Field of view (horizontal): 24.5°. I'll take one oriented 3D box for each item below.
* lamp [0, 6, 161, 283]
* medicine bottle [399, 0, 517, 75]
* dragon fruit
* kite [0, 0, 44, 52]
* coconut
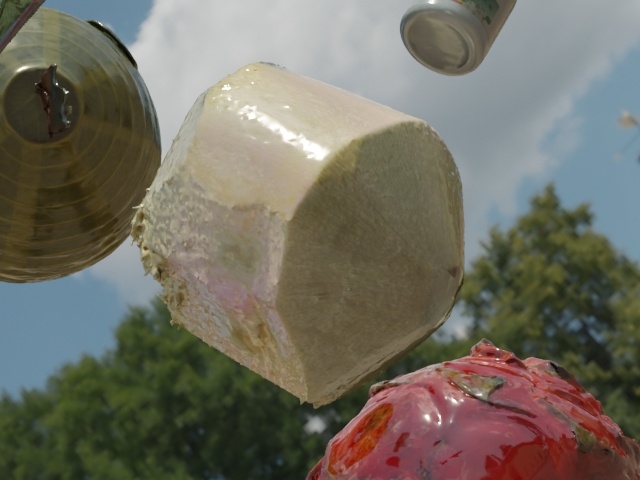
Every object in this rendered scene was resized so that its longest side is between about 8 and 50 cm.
[{"bbox_3d":[-0.254,-0.087,1.269,0.250,0.250,0.284,-31,2,-21],"label":"lamp"},{"bbox_3d":[0.130,-0.214,1.291,0.130,0.080,0.080,-59,-16,-32],"label":"medicine bottle"},{"bbox_3d":[0.108,0.198,1.040,0.252,0.241,0.241,-17,-32,-10],"label":"dragon fruit"},{"bbox_3d":[-0.207,-0.067,0.429,0.323,0.268,0.013,6,-24,-44],"label":"kite"},{"bbox_3d":[0.000,0.000,0.555,0.116,0.122,0.116,-27,-51,-39],"label":"coconut"}]
